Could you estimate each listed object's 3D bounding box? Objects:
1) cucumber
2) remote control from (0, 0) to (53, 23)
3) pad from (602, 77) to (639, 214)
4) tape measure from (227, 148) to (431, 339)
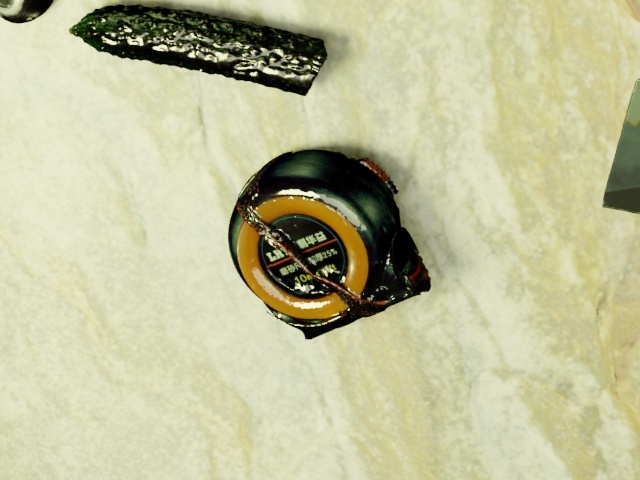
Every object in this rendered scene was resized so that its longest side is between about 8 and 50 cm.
[{"bbox_3d":[-0.140,-0.223,1.377,0.300,0.072,0.072,12,117,3],"label":"cucumber"},{"bbox_3d":[-0.395,-0.358,1.351,0.090,0.066,0.266,-28,109,16],"label":"remote control"},{"bbox_3d":[0.459,-0.088,1.389,0.243,0.004,0.164,11,117,4],"label":"pad"},{"bbox_3d":[0.000,0.000,1.434,0.202,0.135,0.223,-24,108,30],"label":"tape measure"}]
